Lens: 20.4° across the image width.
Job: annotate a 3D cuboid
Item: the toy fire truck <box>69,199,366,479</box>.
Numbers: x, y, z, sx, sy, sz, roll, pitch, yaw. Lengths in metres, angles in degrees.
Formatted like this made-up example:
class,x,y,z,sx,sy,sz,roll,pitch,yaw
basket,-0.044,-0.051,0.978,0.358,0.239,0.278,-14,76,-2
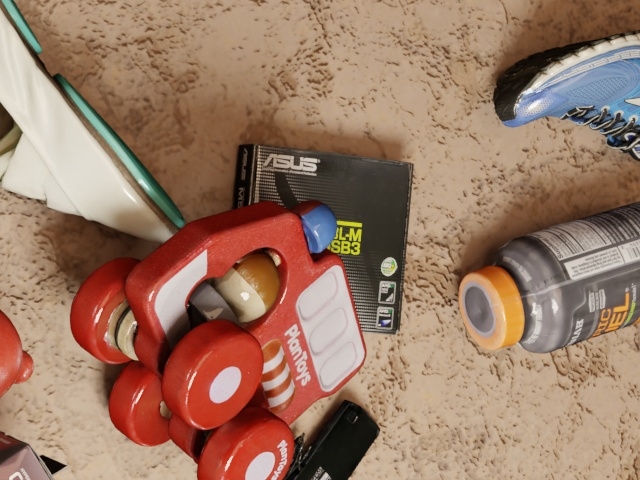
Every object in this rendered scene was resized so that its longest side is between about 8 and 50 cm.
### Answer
class,x,y,z,sx,sy,sz,roll,pitch,yaw
toy fire truck,-0.075,0.085,1.683,0.254,0.169,0.302,-41,140,-24

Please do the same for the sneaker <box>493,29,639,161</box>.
class,x,y,z,sx,sy,sz,roll,pitch,yaw
sneaker,0.341,-0.155,1.959,0.330,0.130,0.147,-11,93,-27

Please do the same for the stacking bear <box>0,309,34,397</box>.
class,x,y,z,sx,sy,sz,roll,pitch,yaw
stacking bear,-0.366,0.025,1.593,0.175,0.164,0.289,-34,110,-22

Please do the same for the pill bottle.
class,x,y,z,sx,sy,sz,roll,pitch,yaw
pill bottle,0.272,0.046,1.926,0.246,0.130,0.130,-16,98,-25

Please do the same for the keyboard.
class,x,y,z,sx,sy,sz,roll,pitch,yaw
keyboard,-0.020,0.243,1.843,0.192,0.038,0.100,-53,135,-17

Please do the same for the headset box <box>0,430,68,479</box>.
class,x,y,z,sx,sy,sz,roll,pitch,yaw
headset box,-0.356,0.271,1.560,0.293,0.218,0.110,-35,107,-23

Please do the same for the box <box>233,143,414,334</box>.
class,x,y,z,sx,sy,sz,roll,pitch,yaw
box,0.000,0.000,1.834,0.191,0.045,0.184,6,91,-28

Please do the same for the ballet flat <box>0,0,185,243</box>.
class,x,y,z,sx,sy,sz,roll,pitch,yaw
ballet flat,-0.288,-0.133,1.655,0.139,0.139,0.400,-41,104,-21
